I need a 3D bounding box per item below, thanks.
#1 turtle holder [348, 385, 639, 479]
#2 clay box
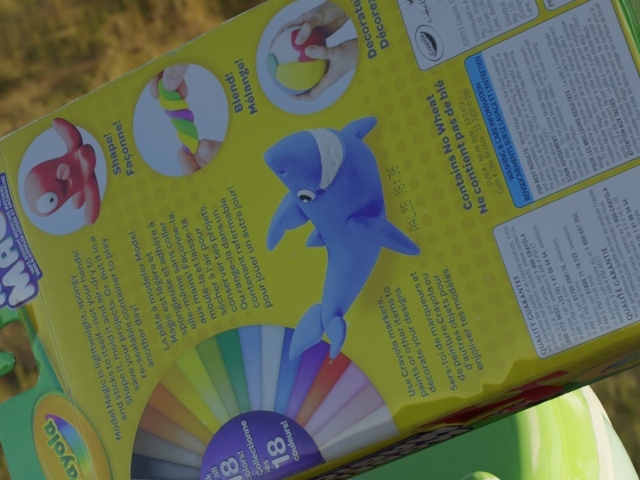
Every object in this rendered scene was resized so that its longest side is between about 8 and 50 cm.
[{"bbox_3d":[0.070,0.183,0.975,0.243,0.227,0.320,-46,39,9],"label":"turtle holder"},{"bbox_3d":[0.000,0.000,0.551,0.222,0.127,0.053,-24,-15,26],"label":"clay box"}]
